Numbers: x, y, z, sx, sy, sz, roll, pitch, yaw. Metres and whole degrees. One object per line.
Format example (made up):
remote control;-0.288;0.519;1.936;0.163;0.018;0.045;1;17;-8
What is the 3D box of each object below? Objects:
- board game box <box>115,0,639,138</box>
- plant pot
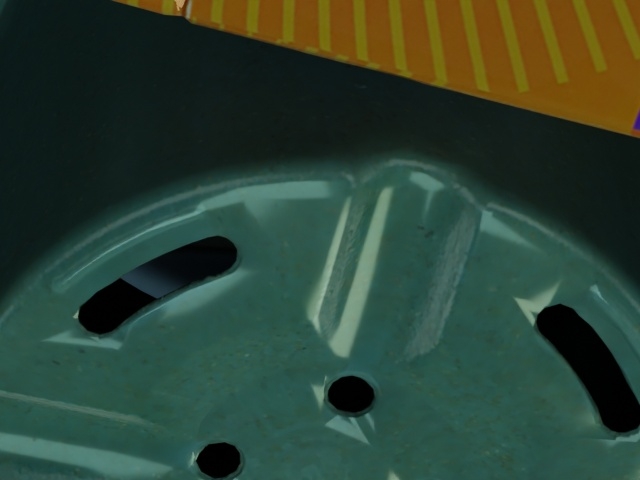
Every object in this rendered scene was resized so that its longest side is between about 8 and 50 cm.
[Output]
board game box;0.019;-0.296;0.604;0.356;0.356;0.356;14;122;-3
plant pot;0.000;0.000;0.792;0.341;0.334;0.341;0;122;0
